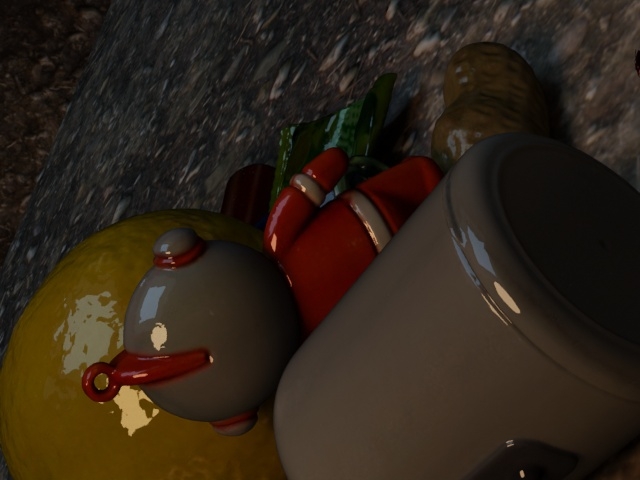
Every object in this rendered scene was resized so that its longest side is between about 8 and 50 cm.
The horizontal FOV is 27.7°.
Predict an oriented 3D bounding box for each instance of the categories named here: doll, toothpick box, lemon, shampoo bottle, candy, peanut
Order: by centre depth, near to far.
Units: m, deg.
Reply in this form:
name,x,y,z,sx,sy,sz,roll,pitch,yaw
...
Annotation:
name,x,y,z,sx,sy,sz,roll,pitch,yaw
toothpick box,0.098,0.108,0.895,0.316,0.229,0.229,-50,26,35
doll,-0.034,0.048,1.027,0.336,0.199,0.105,-26,21,-24
peanut,0.149,-0.093,1.134,0.095,0.108,0.226,-51,23,41
lemon,-0.136,0.139,1.213,0.348,0.348,0.348,-47,27,34
candy,0.010,-0.093,1.487,0.246,0.069,0.149,-15,57,54
shampoo bottle,-0.104,0.032,1.603,0.102,0.064,0.260,-37,34,47

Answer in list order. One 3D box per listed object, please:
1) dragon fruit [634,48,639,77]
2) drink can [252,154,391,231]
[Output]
name,x,y,z,sx,sy,sz,roll,pitch,yaw
dragon fruit,0.266,-0.127,0.899,0.138,0.142,0.175,39,128,33
drink can,0.000,0.000,1.345,0.205,0.118,0.118,-37,34,46
